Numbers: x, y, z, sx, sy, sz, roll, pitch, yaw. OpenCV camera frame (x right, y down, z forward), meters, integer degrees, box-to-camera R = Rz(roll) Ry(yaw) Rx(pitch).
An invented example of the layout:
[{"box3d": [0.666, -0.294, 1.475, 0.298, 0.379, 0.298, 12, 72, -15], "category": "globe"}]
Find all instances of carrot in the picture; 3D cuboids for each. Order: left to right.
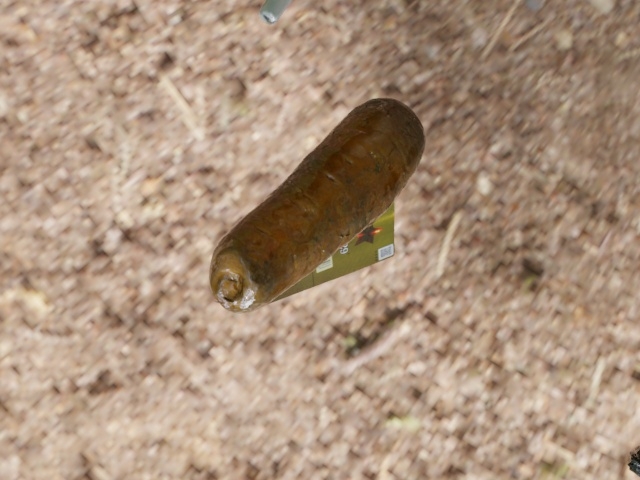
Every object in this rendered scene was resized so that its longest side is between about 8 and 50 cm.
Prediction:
[{"box3d": [0.000, -0.019, 1.046, 0.060, 0.186, 0.060, 27, 143, 23], "category": "carrot"}]

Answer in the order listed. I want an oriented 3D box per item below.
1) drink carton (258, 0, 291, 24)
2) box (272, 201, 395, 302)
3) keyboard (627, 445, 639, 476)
[{"box3d": [0.022, -0.197, 1.002, 0.074, 0.200, 0.084, -17, 126, 34], "category": "drink carton"}, {"box3d": [0.000, 0.000, 1.490, 0.090, 0.133, 0.023, 87, 157, -50], "category": "box"}, {"box3d": [0.362, 0.250, 1.518, 0.231, 0.072, 0.023, 37, 97, 8], "category": "keyboard"}]
